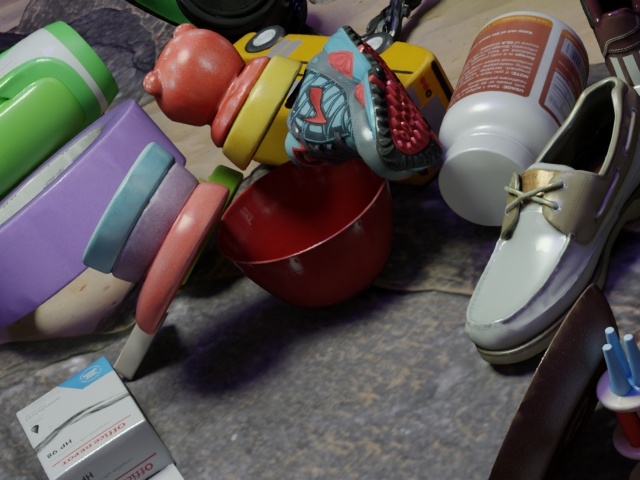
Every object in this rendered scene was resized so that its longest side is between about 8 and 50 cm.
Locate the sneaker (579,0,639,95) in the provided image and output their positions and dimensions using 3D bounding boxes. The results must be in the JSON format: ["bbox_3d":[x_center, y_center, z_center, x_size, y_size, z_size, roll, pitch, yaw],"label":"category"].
[{"bbox_3d":[0.314,-0.261,1.884,0.106,0.162,0.281,-18,32,20],"label":"sneaker"}]

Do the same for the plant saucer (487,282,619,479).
[{"bbox_3d":[0.177,0.129,1.422,0.036,0.199,0.198,26,54,15],"label":"plant saucer"}]

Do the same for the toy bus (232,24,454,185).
[{"bbox_3d":[0.010,-0.145,2.034,0.332,0.108,0.130,10,50,48],"label":"toy bus"}]

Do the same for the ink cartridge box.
[{"bbox_3d":[-0.204,0.190,1.754,0.104,0.060,0.180,-34,30,-7],"label":"ink cartridge box"}]

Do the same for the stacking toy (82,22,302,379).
[{"bbox_3d":[-0.160,-0.043,1.858,0.309,0.130,0.279,-62,2,-41],"label":"stacking toy"}]

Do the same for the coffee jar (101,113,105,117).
[{"bbox_3d":[-0.329,-0.147,2.349,0.079,0.096,0.184,-40,30,-15],"label":"coffee jar"}]

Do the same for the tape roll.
[{"bbox_3d":[-0.275,-0.030,2.039,0.275,0.090,0.275,-39,12,10],"label":"tape roll"}]

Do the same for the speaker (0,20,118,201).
[{"bbox_3d":[-0.376,-0.117,2.174,0.296,0.131,0.131,-42,31,-11],"label":"speaker"}]

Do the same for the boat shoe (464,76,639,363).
[{"bbox_3d":[0.205,-0.022,1.673,0.113,0.103,0.302,-1,41,41],"label":"boat shoe"}]

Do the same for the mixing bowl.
[{"bbox_3d":[0.000,0.000,1.825,0.181,0.098,0.181,-21,30,12],"label":"mixing bowl"}]

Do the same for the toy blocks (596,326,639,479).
[{"bbox_3d":[0.245,0.101,1.398,0.054,0.148,0.123,0,41,30],"label":"toy blocks"}]

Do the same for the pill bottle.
[{"bbox_3d":[0.181,-0.115,1.820,0.121,0.121,0.216,-12,34,29],"label":"pill bottle"}]

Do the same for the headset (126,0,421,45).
[{"bbox_3d":[-0.081,-0.308,2.248,0.394,0.243,0.185,20,79,19],"label":"headset"}]

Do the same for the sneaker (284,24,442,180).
[{"bbox_3d":[0.030,-0.101,1.788,0.125,0.104,0.262,-43,23,10],"label":"sneaker"}]
